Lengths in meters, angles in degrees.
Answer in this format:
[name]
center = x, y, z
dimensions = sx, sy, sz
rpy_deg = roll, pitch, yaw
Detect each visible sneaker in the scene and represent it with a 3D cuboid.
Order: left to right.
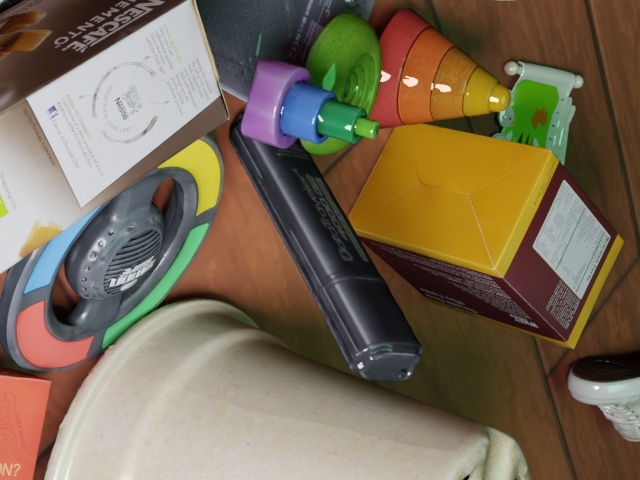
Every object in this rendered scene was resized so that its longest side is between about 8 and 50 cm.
[sneaker]
center = 0.424, 0.222, 1.665
dimensions = 0.290, 0.106, 0.123
rpy_deg = 2, 99, -49

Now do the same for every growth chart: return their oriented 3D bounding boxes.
[growth chart]
center = 0.249, -0.093, 1.435
dimensions = 0.172, 0.021, 0.237
rpy_deg = -10, 110, -44

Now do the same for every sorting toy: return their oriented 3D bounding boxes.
[sorting toy]
center = 0.071, -0.125, 1.073
dimensions = 0.365, 0.126, 0.127
rpy_deg = -25, 130, -62

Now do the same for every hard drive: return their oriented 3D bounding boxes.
[hard drive]
center = -0.057, -0.205, 1.036
dimensions = 0.254, 0.054, 0.172
rpy_deg = 23, 85, -50

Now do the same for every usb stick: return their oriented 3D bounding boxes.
[usb stick]
center = 0.000, 0.000, 1.027
dimensions = 0.077, 0.278, 0.045
rpy_deg = 7, 133, -44

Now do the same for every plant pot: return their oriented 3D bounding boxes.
[plant pot]
center = -0.003, 0.235, 1.008
dimensions = 0.334, 0.305, 0.334
rpy_deg = -20, 114, -55

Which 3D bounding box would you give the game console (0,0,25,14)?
[game console]
center = -0.214, -0.151, 0.917
dimensions = 0.107, 0.071, 0.122
rpy_deg = -36, 133, 5

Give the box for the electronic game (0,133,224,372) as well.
[electronic game]
center = -0.157, 0.007, 0.945
dimensions = 0.229, 0.048, 0.229
rpy_deg = -46, 160, -22

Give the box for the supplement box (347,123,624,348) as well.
[supplement box]
center = 0.168, -0.007, 1.245
dimensions = 0.194, 0.191, 0.129
rpy_deg = 40, 73, -46

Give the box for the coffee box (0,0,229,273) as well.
[coffee box]
center = -0.200, -0.074, 0.801
dimensions = 0.246, 0.141, 0.098
rpy_deg = -38, 130, -27

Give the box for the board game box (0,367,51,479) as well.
[board game box]
center = -0.329, 0.237, 0.848
dimensions = 0.242, 0.064, 0.317
rpy_deg = 15, 84, -49
